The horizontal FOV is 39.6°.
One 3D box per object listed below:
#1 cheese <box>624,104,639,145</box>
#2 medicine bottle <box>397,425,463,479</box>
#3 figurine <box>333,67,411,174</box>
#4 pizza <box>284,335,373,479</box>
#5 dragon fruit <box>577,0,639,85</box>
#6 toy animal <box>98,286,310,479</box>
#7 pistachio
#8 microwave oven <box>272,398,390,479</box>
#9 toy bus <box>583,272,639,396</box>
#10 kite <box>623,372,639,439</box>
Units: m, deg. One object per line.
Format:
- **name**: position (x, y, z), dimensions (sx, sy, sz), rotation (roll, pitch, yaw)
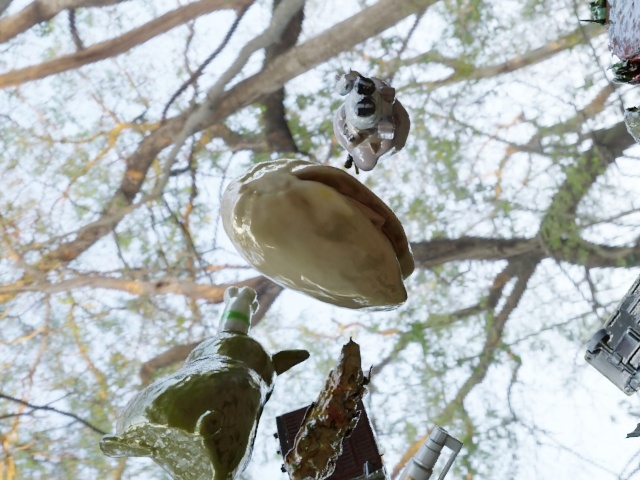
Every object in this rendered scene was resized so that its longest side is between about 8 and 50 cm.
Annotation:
- **cheese**: position (0.537, -0.126, 1.310), dimensions (0.175, 0.091, 0.202), rotation (-19, -99, -56)
- **medicine bottle**: position (0.236, 0.530, 2.016), dimensions (0.220, 0.092, 0.061), rotation (-62, -15, 7)
- **figurine**: position (0.071, -0.171, 1.252), dimensions (0.229, 0.112, 0.137), rotation (56, -151, -79)
- **pizza**: position (0.026, 0.272, 1.348), dimensions (0.226, 0.069, 0.147), rotation (-60, -28, -18)
- **dragon fruit**: position (0.253, -0.166, 0.589), dimensions (0.142, 0.175, 0.138), rotation (-43, -43, -54)
- **toy animal**: position (-0.140, 0.214, 1.223), dimensions (0.181, 0.180, 0.363), rotation (36, -160, 1)
- **pistachio**: position (0.000, 0.000, 1.323), dimensions (0.318, 0.214, 0.193), rotation (35, -139, -14)
- **microwave oven**: position (0.029, 0.424, 1.665), dimensions (0.247, 0.188, 0.178), rotation (73, 176, -52)
- **toy bus**: position (0.696, 0.157, 1.838), dimensions (0.152, 0.330, 0.144), rotation (-13, -133, -45)
- **kite**: position (0.490, 0.181, 1.071), dimensions (0.335, 0.314, 0.011), rotation (-15, -85, -27)
